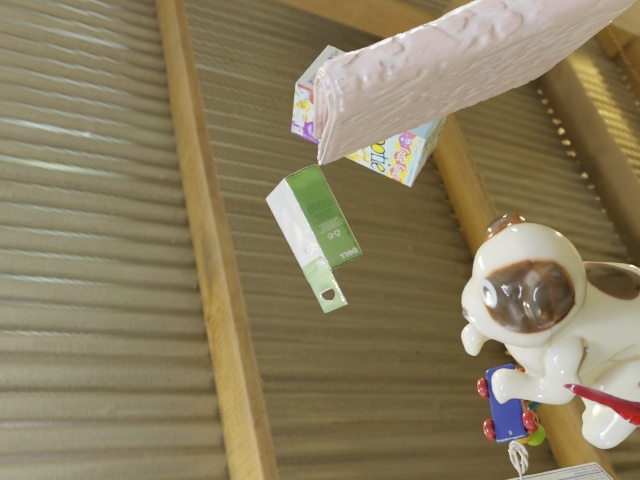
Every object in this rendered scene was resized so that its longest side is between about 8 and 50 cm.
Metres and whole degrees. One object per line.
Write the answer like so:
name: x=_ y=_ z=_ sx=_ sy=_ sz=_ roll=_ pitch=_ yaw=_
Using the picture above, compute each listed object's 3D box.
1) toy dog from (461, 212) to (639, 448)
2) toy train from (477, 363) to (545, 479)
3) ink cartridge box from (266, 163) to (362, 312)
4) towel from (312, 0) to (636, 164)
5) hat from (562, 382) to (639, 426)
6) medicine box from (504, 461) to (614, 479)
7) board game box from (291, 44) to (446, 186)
toy dog: x=0.424 y=0.129 z=1.213 sx=0.408 sy=0.395 sz=0.284 roll=29 pitch=-145 yaw=-28
toy train: x=0.407 y=0.387 z=1.420 sx=0.143 sy=0.105 sz=0.247 roll=32 pitch=-135 yaw=-43
ink cartridge box: x=0.000 y=0.000 z=1.084 sx=0.062 sy=0.109 sz=0.209 roll=-25 pitch=-94 yaw=-23
towel: x=0.146 y=-0.187 z=0.765 sx=0.332 sy=0.317 sz=0.053 roll=-23 pitch=-92 yaw=-5
hat: x=0.450 y=0.192 z=0.813 sx=0.209 sy=0.173 sz=0.183 roll=-10 pitch=-118 yaw=-31
medicine box: x=0.483 y=0.580 z=1.315 sx=0.264 sy=0.149 sz=0.289 roll=-3 pitch=-156 yaw=-18
board game box: x=0.098 y=-0.251 z=1.417 sx=0.276 sy=0.142 sz=0.144 roll=26 pitch=-125 yaw=12
